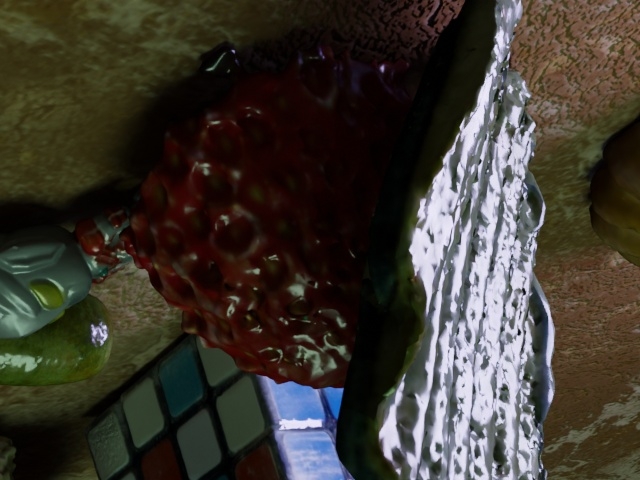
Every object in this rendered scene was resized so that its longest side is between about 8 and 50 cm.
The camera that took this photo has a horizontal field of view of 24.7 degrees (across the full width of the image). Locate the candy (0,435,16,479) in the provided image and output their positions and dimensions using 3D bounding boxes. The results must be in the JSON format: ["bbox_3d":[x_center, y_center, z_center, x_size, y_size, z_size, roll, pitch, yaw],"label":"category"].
[{"bbox_3d":[-0.322,0.206,1.270,0.110,0.085,0.095,-6,164,-38],"label":"candy"}]

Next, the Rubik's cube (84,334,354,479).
[{"bbox_3d":[-0.019,0.219,1.314,0.259,0.256,0.253,4,147,-43],"label":"Rubik's cube"}]

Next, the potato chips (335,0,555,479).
[{"bbox_3d":[0.096,0.061,0.889,0.070,0.429,0.358,0,151,20],"label":"potato chips"}]

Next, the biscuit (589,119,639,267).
[{"bbox_3d":[0.386,-0.060,1.226,0.326,0.107,0.325,-14,155,-7],"label":"biscuit"}]

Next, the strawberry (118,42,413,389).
[{"bbox_3d":[0.000,0.000,0.933,0.234,0.178,0.234,-26,152,-15],"label":"strawberry"}]

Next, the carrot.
[{"bbox_3d":[-0.303,0.065,0.985,0.359,0.074,0.074,2,148,-38],"label":"carrot"}]

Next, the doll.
[{"bbox_3d":[-0.183,0.017,0.981,0.180,0.079,0.094,-25,159,-17],"label":"doll"}]
